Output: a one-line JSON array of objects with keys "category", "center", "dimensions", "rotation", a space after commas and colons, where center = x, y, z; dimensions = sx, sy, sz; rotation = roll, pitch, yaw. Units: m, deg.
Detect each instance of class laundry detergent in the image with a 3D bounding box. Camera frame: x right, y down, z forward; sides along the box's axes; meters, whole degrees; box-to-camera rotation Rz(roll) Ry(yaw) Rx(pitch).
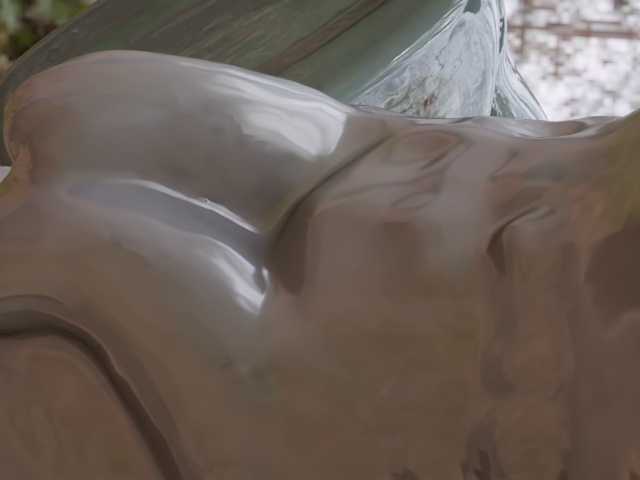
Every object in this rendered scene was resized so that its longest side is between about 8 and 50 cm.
[{"category": "laundry detergent", "center": [0.000, 0.000, 0.772], "dimensions": [0.105, 0.214, 0.280], "rotation": [57, -4, 36]}]

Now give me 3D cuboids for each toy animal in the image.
[{"category": "toy animal", "center": [0.023, 0.063, 0.450], "dimensions": [0.357, 0.194, 0.258], "rotation": [-6, -55, 32]}]
